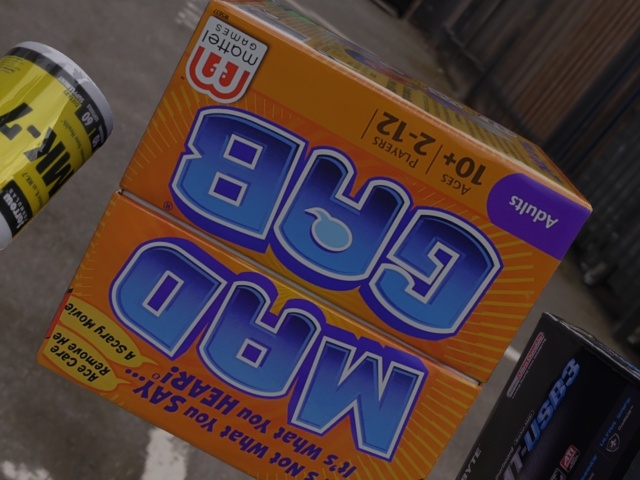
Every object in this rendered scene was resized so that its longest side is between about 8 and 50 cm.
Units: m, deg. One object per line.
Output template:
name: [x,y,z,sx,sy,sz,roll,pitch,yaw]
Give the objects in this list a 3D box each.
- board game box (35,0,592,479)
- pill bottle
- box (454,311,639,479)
board game box: [0.000,0.000,1.037,0.356,0.356,0.356,28,14,-2]
pill bottle: [-0.289,-0.066,0.905,0.119,0.208,0.119,28,-28,16]
box: [0.243,0.251,1.078,0.073,0.296,0.293,26,7,-15]
